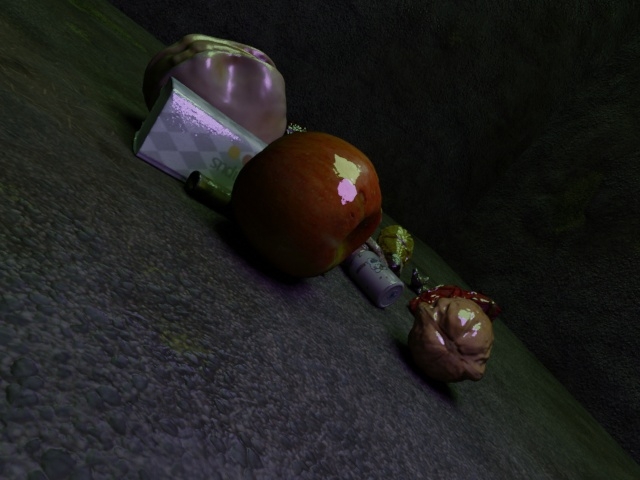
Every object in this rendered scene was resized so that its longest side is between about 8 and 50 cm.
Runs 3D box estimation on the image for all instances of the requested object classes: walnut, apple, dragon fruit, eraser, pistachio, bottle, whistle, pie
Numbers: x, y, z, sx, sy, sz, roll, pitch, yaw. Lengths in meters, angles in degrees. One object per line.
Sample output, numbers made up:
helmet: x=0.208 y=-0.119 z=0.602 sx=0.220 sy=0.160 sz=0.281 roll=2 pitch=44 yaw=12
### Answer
walnut: x=0.342 y=0.258 z=1.405 sx=0.257 sy=0.224 sz=0.257 roll=46 pitch=8 yaw=-9
apple: x=-0.032 y=-0.089 z=1.238 sx=0.339 sy=0.340 sz=0.339 roll=38 pitch=12 yaw=-9
dragon fruit: x=0.472 y=0.274 z=1.952 sx=0.329 sy=0.302 sz=0.241 roll=13 pitch=58 yaw=-34
eraser: x=-0.257 y=-0.213 z=1.364 sx=0.396 sy=0.213 sz=0.082 roll=32 pitch=-6 yaw=-38
pistachio: x=-0.272 y=-0.381 z=1.496 sx=0.445 sy=0.365 sz=0.282 roll=27 pitch=32 yaw=-50
bottle: x=0.152 y=0.097 z=1.681 sx=0.110 sy=0.110 sz=0.233 roll=25 pitch=20 yaw=-53
whistle: x=-0.195 y=-0.076 z=1.352 sx=0.326 sy=0.057 sz=0.068 roll=31 pitch=15 yaw=-39
pie: x=0.156 y=0.051 z=1.836 sx=0.193 sy=0.079 sz=0.163 roll=37 pitch=-17 yaw=41

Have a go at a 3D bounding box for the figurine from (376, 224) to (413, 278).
figurine: x=0.277 y=0.074 z=2.058 sx=0.167 sy=0.188 sz=0.315 roll=31 pitch=18 yaw=0

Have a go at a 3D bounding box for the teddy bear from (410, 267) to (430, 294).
teddy bear: x=0.419 y=0.183 z=2.304 sx=0.160 sy=0.077 sz=0.120 roll=34 pitch=46 yaw=-57

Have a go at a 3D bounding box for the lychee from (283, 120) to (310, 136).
lychee: x=-0.134 y=-0.402 z=2.349 sx=0.235 sy=0.236 sz=0.271 roll=38 pitch=-13 yaw=-12
